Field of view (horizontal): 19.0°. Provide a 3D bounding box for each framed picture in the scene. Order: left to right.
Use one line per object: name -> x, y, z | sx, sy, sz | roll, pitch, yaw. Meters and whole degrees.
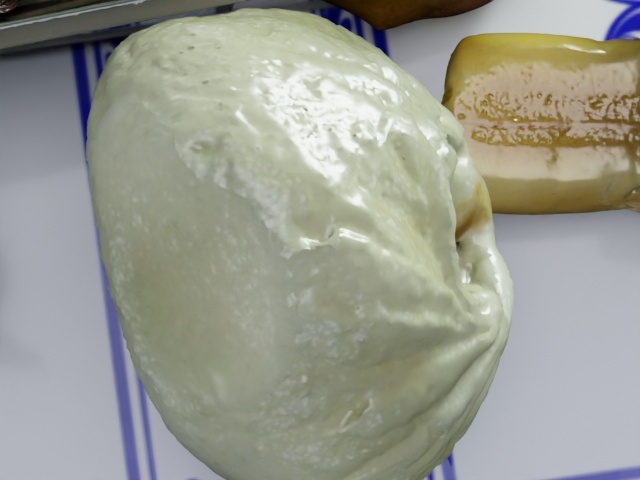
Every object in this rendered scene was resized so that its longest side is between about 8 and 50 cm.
framed picture -> -0.196, -0.161, 1.357 | 0.289, 0.211, 0.020 | -12, 104, -2

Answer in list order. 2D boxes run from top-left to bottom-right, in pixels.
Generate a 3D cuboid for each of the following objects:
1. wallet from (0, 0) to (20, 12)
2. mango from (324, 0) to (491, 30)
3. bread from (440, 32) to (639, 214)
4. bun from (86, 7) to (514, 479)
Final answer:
wallet -> -0.253, -0.193, 1.382 | 0.095, 0.176, 0.026 | -1, 110, 3
mango -> 0.039, -0.258, 1.372 | 0.287, 0.152, 0.201 | 16, 92, -17
bread -> 0.168, -0.083, 1.399 | 0.173, 0.085, 0.134 | 3, 83, -1
bun -> 0.000, 0.000, 1.270 | 0.227, 0.352, 0.349 | -18, 117, 11
